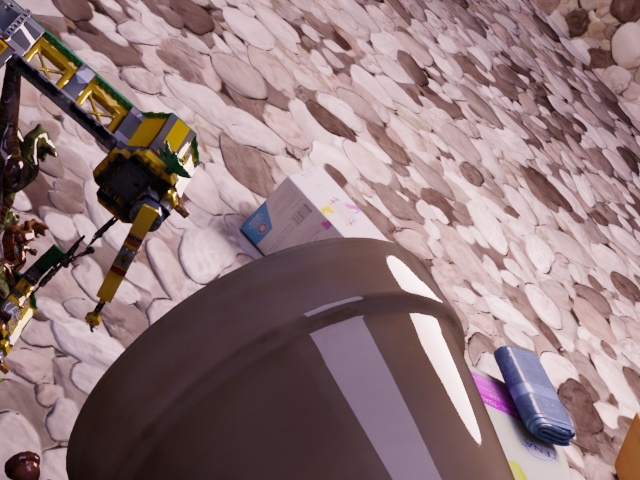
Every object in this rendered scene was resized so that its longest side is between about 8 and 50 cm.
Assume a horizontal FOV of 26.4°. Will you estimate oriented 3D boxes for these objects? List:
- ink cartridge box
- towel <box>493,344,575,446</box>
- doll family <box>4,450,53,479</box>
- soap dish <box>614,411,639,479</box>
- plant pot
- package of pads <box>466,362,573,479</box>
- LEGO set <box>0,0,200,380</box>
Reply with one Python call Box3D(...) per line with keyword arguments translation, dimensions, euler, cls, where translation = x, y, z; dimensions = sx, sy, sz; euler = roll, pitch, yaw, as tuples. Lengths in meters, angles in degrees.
Box3D(translation=(0.000, 0.000, 1.565), dimensions=(0.143, 0.092, 0.090), euler=(48, 26, 7), cls="ink cartridge box")
Box3D(translation=(0.230, 0.169, 1.480), dimensions=(0.067, 0.029, 0.119), euler=(22, 32, -36), cls="towel")
Box3D(translation=(-0.259, 0.195, 0.933), dimensions=(0.193, 0.076, 0.111), euler=(5, 50, -48), cls="doll family")
Box3D(translation=(0.513, 0.361, 1.723), dimensions=(0.291, 0.118, 0.229), euler=(27, 31, -30), cls="soap dish")
Box3D(translation=(0.020, 0.206, 0.997), dimensions=(0.323, 0.323, 0.280), euler=(8, 37, -50), cls="plant pot")
Box3D(translation=(0.163, 0.254, 1.407), dimensions=(0.229, 0.101, 0.296), euler=(28, 29, -26), cls="package of pads")
Box3D(translation=(-0.262, -0.008, 0.973), dimensions=(0.255, 0.331, 0.192), euler=(49, 31, -19), cls="LEGO set")
